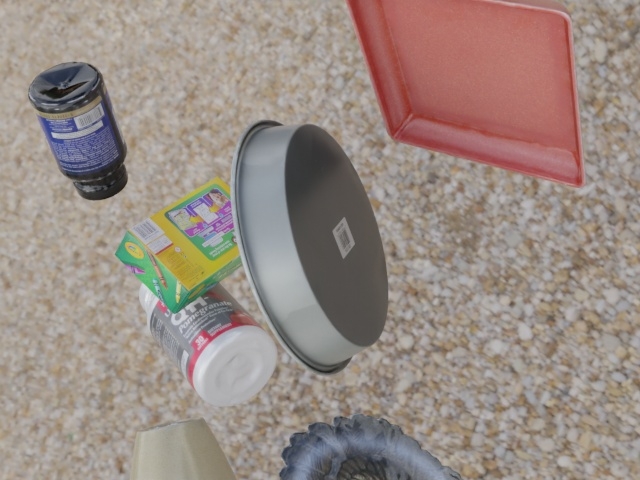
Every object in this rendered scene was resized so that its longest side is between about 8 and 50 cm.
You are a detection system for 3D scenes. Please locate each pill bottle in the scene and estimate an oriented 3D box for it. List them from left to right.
[{"bbox_3d":[-0.394,-0.176,1.582,0.123,0.219,0.122,-5,45,5],"label":"pill bottle"},{"bbox_3d":[-0.238,0.174,1.896,0.176,0.176,0.318,-56,46,6],"label":"pill bottle"}]

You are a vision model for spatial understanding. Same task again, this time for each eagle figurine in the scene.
[{"bbox_3d":[0.082,0.347,1.054,0.298,0.225,0.226,36,81,27],"label":"eagle figurine"}]

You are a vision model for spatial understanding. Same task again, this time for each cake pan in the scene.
[{"bbox_3d":[0.000,0.000,1.042,0.054,0.293,0.293,-16,60,22],"label":"cake pan"}]

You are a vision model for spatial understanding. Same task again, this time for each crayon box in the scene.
[{"bbox_3d":[-0.236,0.003,1.829,0.165,0.278,0.081,44,131,8],"label":"crayon box"}]

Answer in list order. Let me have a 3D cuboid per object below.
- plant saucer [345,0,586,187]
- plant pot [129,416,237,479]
[{"bbox_3d":[0.168,-0.183,1.038,0.258,0.259,0.047,18,61,30],"label":"plant saucer"},{"bbox_3d":[-0.256,0.479,1.777,0.256,0.256,0.274,-14,85,36],"label":"plant pot"}]
